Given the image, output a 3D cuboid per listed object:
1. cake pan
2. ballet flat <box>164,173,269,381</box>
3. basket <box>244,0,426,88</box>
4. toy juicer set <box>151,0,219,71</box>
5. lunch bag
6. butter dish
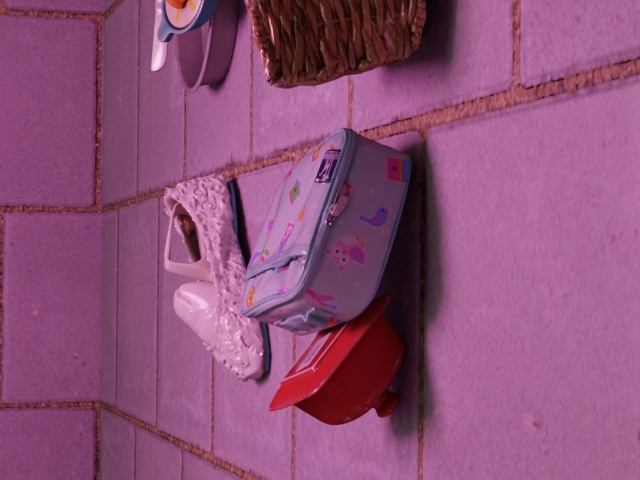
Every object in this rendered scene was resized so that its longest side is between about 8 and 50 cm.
[{"bbox_3d":[-0.200,-0.403,2.568,0.293,0.054,0.293,-179,90,-72],"label":"cake pan"},{"bbox_3d":[-0.182,0.063,2.365,0.147,0.147,0.409,110,154,-45],"label":"ballet flat"},{"bbox_3d":[0.007,-0.334,1.656,0.223,0.213,0.299,-100,-4,-83],"label":"basket"},{"bbox_3d":[-0.222,-0.436,2.405,0.329,0.089,0.209,-28,64,48],"label":"toy juicer set"},{"bbox_3d":[0.000,0.000,1.721,0.224,0.108,0.279,-69,13,-17],"label":"lunch bag"},{"bbox_3d":[0.041,0.158,1.701,0.160,0.118,0.160,-52,10,-26],"label":"butter dish"}]
